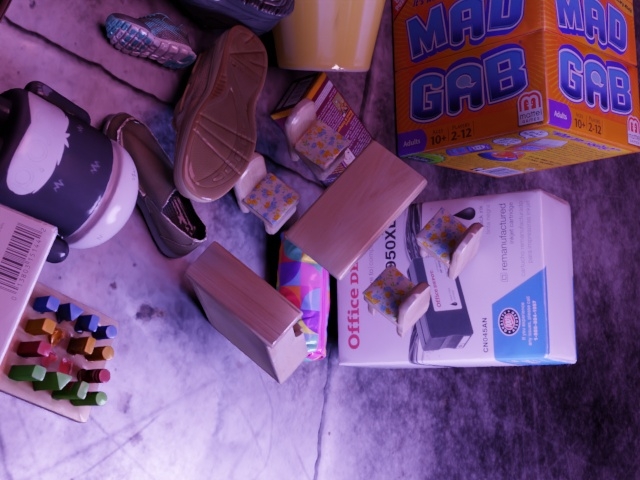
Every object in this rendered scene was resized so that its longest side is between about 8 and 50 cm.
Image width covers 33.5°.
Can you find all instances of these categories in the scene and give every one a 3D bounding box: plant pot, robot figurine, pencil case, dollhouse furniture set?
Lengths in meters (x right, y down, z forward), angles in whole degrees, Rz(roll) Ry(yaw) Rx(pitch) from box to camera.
[{"bbox_3d":[0.008,-0.420,1.868,0.254,0.254,0.239,-9,107,-46],"label":"plant pot"},{"bbox_3d":[-0.383,-0.097,1.449,0.278,0.173,0.209,30,90,-39],"label":"robot figurine"},{"bbox_3d":[-0.029,0.091,1.832,0.104,0.104,0.236,14,76,-44],"label":"pencil case"},{"bbox_3d":[0.000,0.000,1.655,0.394,0.362,0.256,-48,164,-14],"label":"dollhouse furniture set"}]

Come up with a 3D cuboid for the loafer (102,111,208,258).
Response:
[{"bbox_3d":[-0.245,-0.090,1.645,0.094,0.087,0.251,-47,117,-39],"label":"loafer"}]

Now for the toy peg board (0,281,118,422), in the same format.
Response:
[{"bbox_3d":[-0.355,0.157,1.500,0.161,0.079,0.160,33,61,-38],"label":"toy peg board"}]

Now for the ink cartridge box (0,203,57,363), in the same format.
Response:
[{"bbox_3d":[-0.501,0.070,1.300,0.261,0.066,0.296,24,87,-13],"label":"ink cartridge box"}]

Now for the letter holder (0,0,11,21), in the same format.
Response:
[{"bbox_3d":[-0.493,-0.320,1.333,0.152,0.214,0.302,37,59,-36],"label":"letter holder"}]

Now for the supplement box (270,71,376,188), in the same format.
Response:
[{"bbox_3d":[0.010,-0.199,1.932,0.188,0.081,0.104,51,51,-28],"label":"supplement box"}]

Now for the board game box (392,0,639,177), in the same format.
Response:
[{"bbox_3d":[0.398,-0.347,2.159,0.356,0.356,0.356,7,79,-46],"label":"board game box"}]

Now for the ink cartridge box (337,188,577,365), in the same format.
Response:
[{"bbox_3d":[0.232,0.079,1.875,0.166,0.395,0.285,14,72,-58],"label":"ink cartridge box"}]

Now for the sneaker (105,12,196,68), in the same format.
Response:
[{"bbox_3d":[-0.273,-0.331,1.687,0.166,0.065,0.076,18,54,-46],"label":"sneaker"}]

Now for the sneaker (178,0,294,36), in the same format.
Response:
[{"bbox_3d":[-0.192,-0.407,1.740,0.286,0.130,0.109,22,60,-18],"label":"sneaker"}]

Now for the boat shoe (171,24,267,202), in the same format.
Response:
[{"bbox_3d":[-0.173,-0.191,1.693,0.121,0.110,0.341,41,46,-32],"label":"boat shoe"}]
